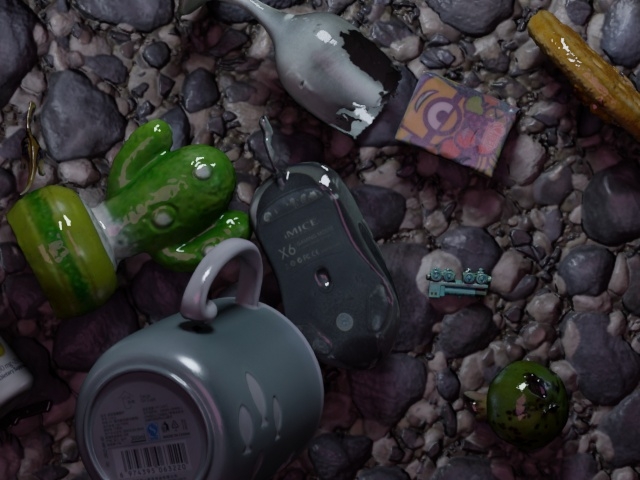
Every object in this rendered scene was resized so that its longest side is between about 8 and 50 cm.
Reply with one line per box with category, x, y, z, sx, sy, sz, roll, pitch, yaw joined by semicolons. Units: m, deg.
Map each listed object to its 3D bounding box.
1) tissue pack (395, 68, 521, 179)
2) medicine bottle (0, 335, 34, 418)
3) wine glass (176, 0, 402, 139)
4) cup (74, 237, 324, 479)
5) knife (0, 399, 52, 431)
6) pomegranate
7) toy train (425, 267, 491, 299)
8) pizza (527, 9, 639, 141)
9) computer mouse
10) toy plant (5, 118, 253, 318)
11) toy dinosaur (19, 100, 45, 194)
tissue pack;0.191;-0.162;1.675;0.148;0.060;0.108;23;93;3
medicine bottle;-0.548;0.138;1.690;0.157;0.157;0.289;-40;87;4
wine glass;-0.039;-0.277;1.659;0.321;0.143;0.143;36;93;1
cup;-0.152;0.174;1.559;0.259;0.274;0.357;15;103;18
knife;-0.469;0.269;1.758;0.170;0.010;0.023;-20;83;6
pomegranate;0.268;0.227;1.656;0.161;0.122;0.122;-8;90;42
toy train;0.194;0.061;1.693;0.092;0.029;0.045;4;98;3
pizza;0.373;-0.213;1.640;0.246;0.127;0.058;43;116;-4
computer mouse;0.000;0.000;1.672;0.167;0.090;0.379;-22;90;20
toy plant;-0.263;-0.034;1.679;0.316;0.184;0.224;-25;93;-11
toy dinosaur;-0.411;-0.118;1.708;0.037;0.058;0.180;-10;52;-9
